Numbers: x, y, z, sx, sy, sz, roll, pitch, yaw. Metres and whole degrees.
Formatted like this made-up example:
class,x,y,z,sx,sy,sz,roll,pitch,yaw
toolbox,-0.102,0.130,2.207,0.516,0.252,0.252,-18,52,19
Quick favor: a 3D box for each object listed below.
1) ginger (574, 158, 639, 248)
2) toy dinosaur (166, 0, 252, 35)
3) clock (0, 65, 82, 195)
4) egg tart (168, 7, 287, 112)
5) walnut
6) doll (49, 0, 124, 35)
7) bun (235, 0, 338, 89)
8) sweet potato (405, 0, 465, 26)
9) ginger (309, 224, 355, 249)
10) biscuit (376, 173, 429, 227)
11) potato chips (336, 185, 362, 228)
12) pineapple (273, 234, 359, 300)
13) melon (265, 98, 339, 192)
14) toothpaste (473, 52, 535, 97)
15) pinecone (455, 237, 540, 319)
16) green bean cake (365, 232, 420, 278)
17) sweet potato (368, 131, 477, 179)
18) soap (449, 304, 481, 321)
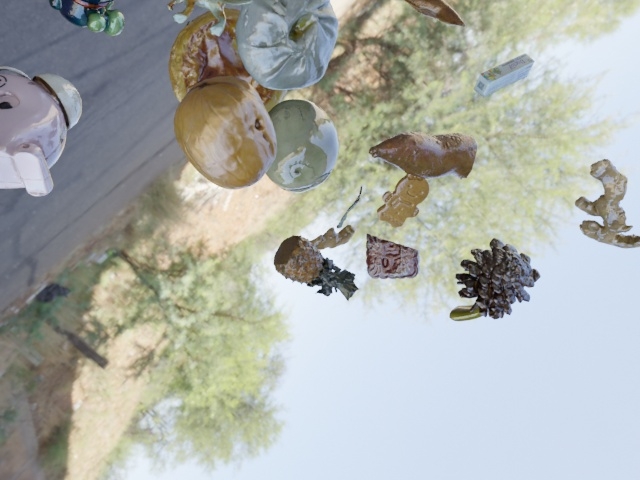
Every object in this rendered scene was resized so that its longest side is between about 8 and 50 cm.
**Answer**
class,x,y,z,sx,sy,sz,roll,pitch,yaw
ginger,0.695,-0.082,1.492,0.149,0.258,0.065,-6,-147,45
toy dinosaur,-0.174,-0.410,1.003,0.212,0.057,0.142,4,-115,26
clock,-0.764,-0.275,1.433,0.184,0.342,0.325,110,-18,-47
egg tart,-0.332,-0.614,2.209,0.443,0.443,0.178,-46,-166,-6
walnut,-0.180,-0.210,1.193,0.195,0.221,0.195,-27,-154,14
doll,-0.501,-0.589,1.314,0.186,0.198,0.322,-16,157,-34
bun,-0.088,-0.630,1.873,0.354,0.354,0.194,-46,-146,-8
sweet potato,0.311,-0.682,1.749,0.059,0.281,0.067,-57,160,2
ginger,0.000,0.000,2.065,0.288,0.075,0.089,-12,138,-29
biscuit,0.246,-0.115,1.756,0.184,0.133,0.027,-42,-146,14
potato chips,0.106,-0.115,2.091,0.209,0.026,0.142,-56,180,-24
pineapple,-0.006,0.085,1.663,0.128,0.248,0.128,-37,-145,32
melon,-0.074,-0.302,1.920,0.268,0.268,0.330,-41,-148,34
toothpaste,0.412,-0.369,1.354,0.164,0.034,0.046,-29,155,-28
pinecone,0.497,0.118,1.740,0.202,0.229,0.201,-119,-149,-47
green bean cake,0.309,0.069,2.590,0.233,0.198,0.097,3,-173,14
sweet potato,0.262,-0.228,1.621,0.337,0.131,0.131,-4,164,-27
soap,0.483,0.230,1.951,0.140,0.045,0.089,-18,-173,41
